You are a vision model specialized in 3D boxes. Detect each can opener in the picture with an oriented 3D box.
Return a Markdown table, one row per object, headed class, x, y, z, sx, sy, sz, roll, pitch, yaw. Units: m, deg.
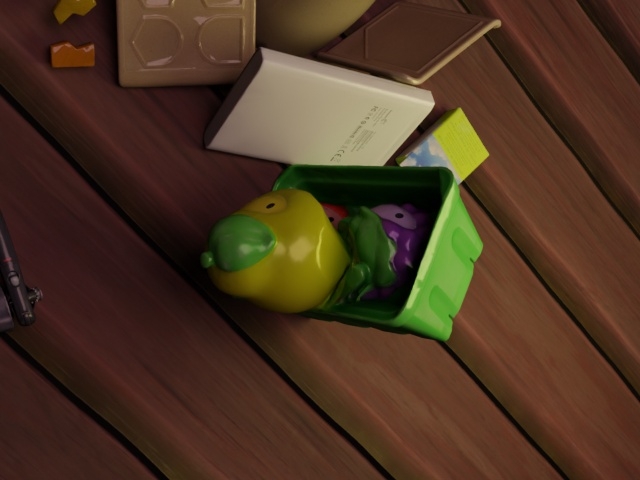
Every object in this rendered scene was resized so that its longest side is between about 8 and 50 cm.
| class | x | y | z | sx | sy | sz | roll | pitch | yaw |
| --- | --- | --- | --- | --- | --- | --- | --- | --- | --- |
| can opener | -0.430 | 0.031 | 1.337 | 0.073 | 0.059 | 0.186 | -14 | 95 | -31 |

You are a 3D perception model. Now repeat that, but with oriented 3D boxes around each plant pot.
| class | x | y | z | sx | sy | sz | roll | pitch | yaw |
| --- | --- | --- | --- | --- | --- | --- | --- | --- | --- |
| plant pot | 0.009 | -0.438 | 1.511 | 0.257 | 0.274 | 0.256 | 3 | 85 | -32 |

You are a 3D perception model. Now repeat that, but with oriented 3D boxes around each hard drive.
| class | x | y | z | sx | sy | sz | roll | pitch | yaw |
| --- | --- | --- | --- | --- | --- | --- | --- | --- | --- |
| hard drive | -0.002 | -0.190 | 1.538 | 0.308 | 0.203 | 0.040 | 9 | 51 | -30 |

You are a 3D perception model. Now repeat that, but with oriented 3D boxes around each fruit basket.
| class | x | y | z | sx | sy | sz | roll | pitch | yaw |
| --- | --- | --- | --- | --- | --- | --- | --- | --- | --- |
| fruit basket | 0.000 | 0.000 | 1.422 | 0.392 | 0.392 | 0.282 | 32 | 71 | -26 |

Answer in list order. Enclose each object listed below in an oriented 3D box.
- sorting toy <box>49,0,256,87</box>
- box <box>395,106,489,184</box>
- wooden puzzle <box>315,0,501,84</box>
| class | x | y | z | sx | sy | sz | roll | pitch | yaw |
| --- | --- | --- | --- | --- | --- | --- | --- | --- | --- |
| sorting toy | -0.244 | -0.337 | 1.441 | 0.307 | 0.041 | 0.229 | -6 | 116 | -22 |
| box | 0.213 | -0.143 | 1.750 | 0.178 | 0.042 | 0.109 | -43 | 107 | -26 |
| wooden puzzle | 0.146 | -0.327 | 1.632 | 0.239 | 0.221 | 0.044 | -36 | 131 | -30 |
